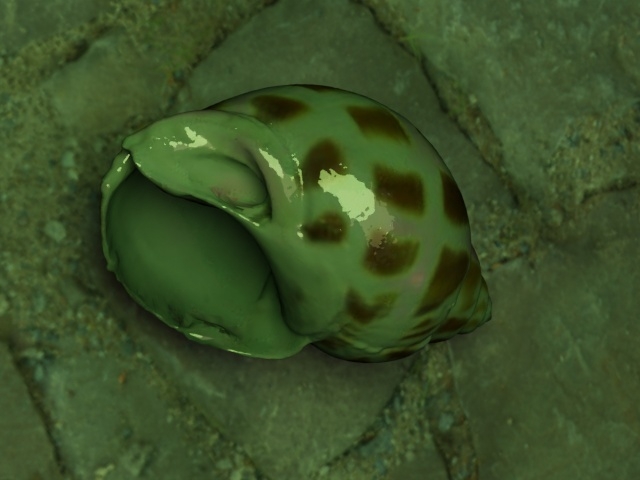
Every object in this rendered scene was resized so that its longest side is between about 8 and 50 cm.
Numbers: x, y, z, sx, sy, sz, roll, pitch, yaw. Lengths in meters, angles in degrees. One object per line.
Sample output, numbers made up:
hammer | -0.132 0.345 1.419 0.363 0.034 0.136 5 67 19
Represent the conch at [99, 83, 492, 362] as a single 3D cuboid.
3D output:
conch | -0.001 0.000 1.326 0.368 0.197 0.249 41 109 -14
